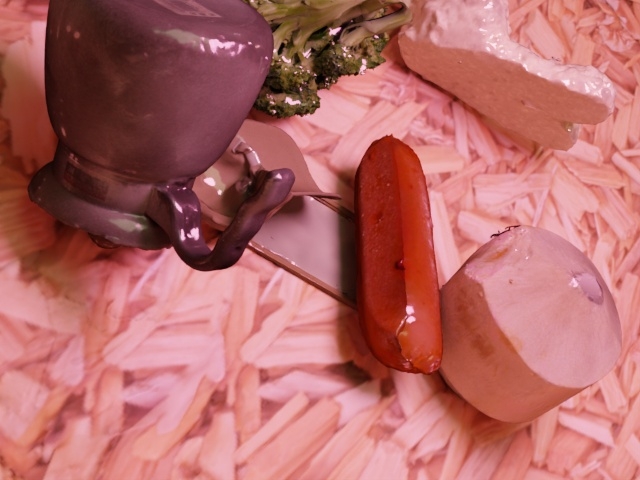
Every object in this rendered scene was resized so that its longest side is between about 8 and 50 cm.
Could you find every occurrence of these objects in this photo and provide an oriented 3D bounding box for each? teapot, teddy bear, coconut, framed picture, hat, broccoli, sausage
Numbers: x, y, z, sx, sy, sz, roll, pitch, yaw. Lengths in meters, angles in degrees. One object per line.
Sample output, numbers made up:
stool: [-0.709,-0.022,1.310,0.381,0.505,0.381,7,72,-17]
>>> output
teapot: [-0.151,-0.102,1.338,0.305,0.285,0.223,23,23,9]
teddy bear: [0.272,-0.377,1.876,0.375,0.327,0.362,23,74,-5]
coconut: [0.250,0.095,1.598,0.241,0.241,0.241,22,49,-29]
framed picture: [0.000,0.000,1.604,0.201,0.010,0.136,31,47,-21]
hat: [-0.074,-0.058,1.538,0.166,0.144,0.173,49,2,34]
broccoli: [-0.008,-0.300,1.625,0.308,0.275,0.307,2,88,-59]
sausage: [0.090,0.017,1.592,0.102,0.102,0.330,22,48,-29]

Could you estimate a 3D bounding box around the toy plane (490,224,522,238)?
toy plane: [0.274,0.005,1.825,0.121,0.031,0.049,-8,73,-42]
